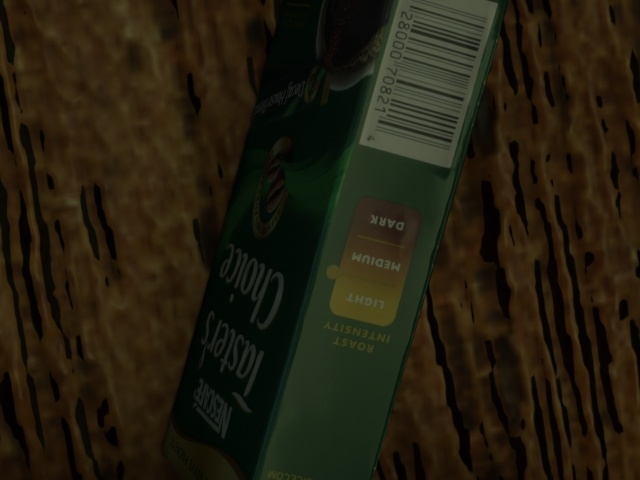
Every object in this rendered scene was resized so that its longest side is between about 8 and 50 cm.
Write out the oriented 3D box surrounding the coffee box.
[{"bbox_3d":[0.000,0.000,0.573,0.040,0.113,0.184,14,96,-19],"label":"coffee box"}]
